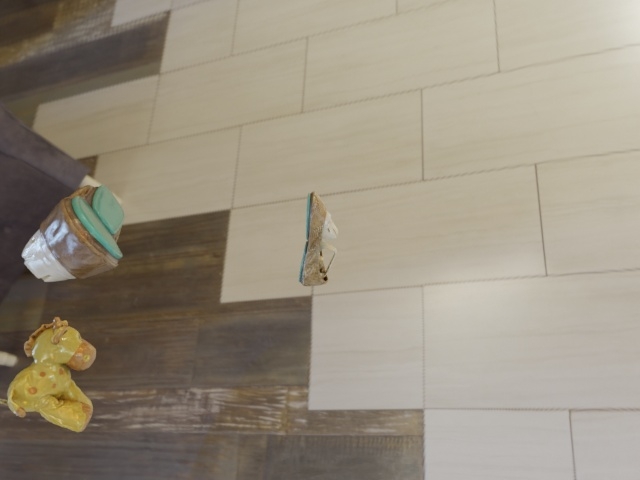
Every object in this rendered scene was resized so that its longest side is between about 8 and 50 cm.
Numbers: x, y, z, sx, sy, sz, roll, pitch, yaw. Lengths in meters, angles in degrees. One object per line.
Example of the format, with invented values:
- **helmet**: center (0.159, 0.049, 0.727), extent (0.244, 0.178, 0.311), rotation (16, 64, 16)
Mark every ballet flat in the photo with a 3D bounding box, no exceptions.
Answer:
- **ballet flat**: center (-0.352, -0.006, 0.879), extent (0.124, 0.116, 0.342), rotation (-34, 21, -6)
- **ballet flat**: center (0.000, 0.000, 1.199), extent (0.067, 0.206, 0.073), rotation (8, 33, 3)

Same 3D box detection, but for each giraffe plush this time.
- **giraffe plush**: center (-0.498, 0.237, 1.160), extent (0.181, 0.210, 0.171), rotation (13, 74, 39)
